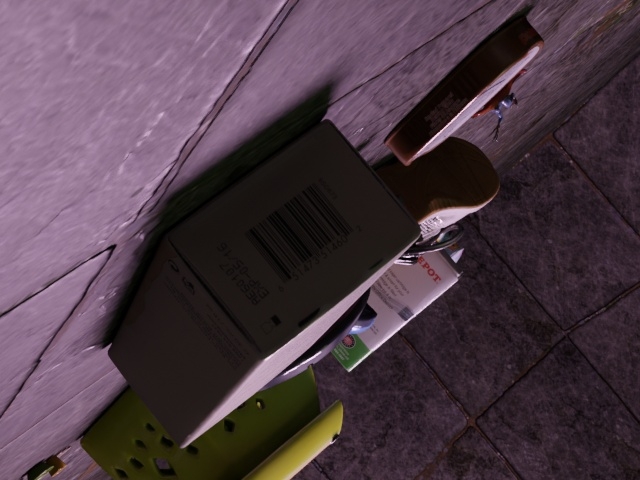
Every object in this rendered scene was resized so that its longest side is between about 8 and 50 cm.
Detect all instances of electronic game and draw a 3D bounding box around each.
[{"bbox_3d":[-0.048,0.095,1.500,0.229,0.048,0.229,-26,-161,10],"label":"electronic game"}]

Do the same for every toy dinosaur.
[{"bbox_3d":[0.203,-0.168,1.627,0.082,0.047,0.090,-10,118,-63],"label":"toy dinosaur"}]

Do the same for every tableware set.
[{"bbox_3d":[-0.364,0.310,1.641,0.154,0.024,0.104,-41,175,16],"label":"tableware set"}]

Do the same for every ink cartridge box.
[{"bbox_3d":[0.075,0.057,1.906,0.208,0.153,0.087,-40,176,12],"label":"ink cartridge box"}]

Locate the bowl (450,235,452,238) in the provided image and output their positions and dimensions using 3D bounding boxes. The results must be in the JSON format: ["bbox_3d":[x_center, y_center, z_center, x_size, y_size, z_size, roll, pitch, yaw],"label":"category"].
[{"bbox_3d":[0.125,0.017,2.214,0.170,0.080,0.170,-33,-160,14],"label":"bowl"}]

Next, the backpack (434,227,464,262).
[{"bbox_3d":[0.122,0.025,2.059,0.166,0.144,0.188,-44,179,-11],"label":"backpack"}]

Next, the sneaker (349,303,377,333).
[{"bbox_3d":[0.015,0.097,1.647,0.082,0.069,0.209,-58,-171,3],"label":"sneaker"}]

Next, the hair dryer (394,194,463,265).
[{"bbox_3d":[-0.002,0.052,1.378,0.293,0.080,0.223,-23,162,17],"label":"hair dryer"}]

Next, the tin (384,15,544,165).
[{"bbox_3d":[0.137,-0.139,1.294,0.189,0.040,0.106,-44,178,38],"label":"tin"}]

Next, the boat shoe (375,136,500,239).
[{"bbox_3d":[0.099,-0.045,1.545,0.277,0.098,0.096,-21,163,-47],"label":"boat shoe"}]

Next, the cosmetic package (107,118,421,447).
[{"bbox_3d":[-0.056,0.046,1.055,0.160,0.113,0.309,-37,175,-25],"label":"cosmetic package"}]

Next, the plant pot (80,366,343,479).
[{"bbox_3d":[-0.120,0.229,1.676,0.227,0.207,0.228,-34,172,-44],"label":"plant pot"}]
